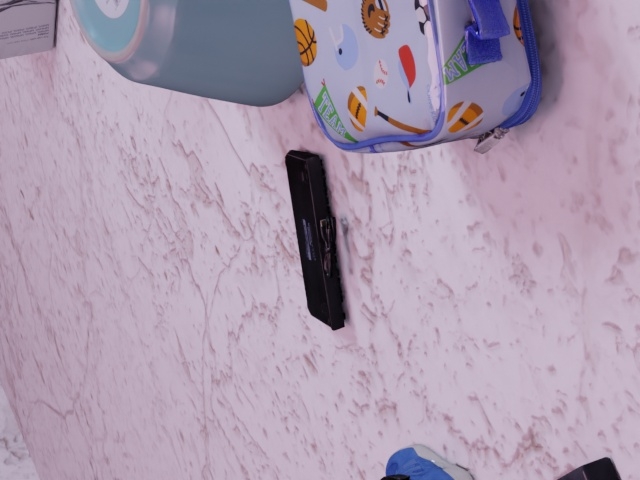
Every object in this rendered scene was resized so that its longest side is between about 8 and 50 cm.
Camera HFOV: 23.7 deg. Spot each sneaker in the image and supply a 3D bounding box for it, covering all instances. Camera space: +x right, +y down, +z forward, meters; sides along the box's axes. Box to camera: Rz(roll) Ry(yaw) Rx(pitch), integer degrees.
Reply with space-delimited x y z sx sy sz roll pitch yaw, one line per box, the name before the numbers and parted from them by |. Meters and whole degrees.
sneaker | 0.076 0.234 1.424 0.152 0.084 0.058 12 114 65

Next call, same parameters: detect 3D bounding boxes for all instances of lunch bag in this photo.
lunch bag | 0.068 -0.209 1.163 0.243 0.115 0.303 -2 100 64

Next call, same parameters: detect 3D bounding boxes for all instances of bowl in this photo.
bowl | -0.143 -0.272 1.491 0.311 0.163 0.311 27 124 50

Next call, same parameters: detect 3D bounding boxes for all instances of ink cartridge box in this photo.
ink cartridge box | -0.475 -0.434 2.275 0.197 0.114 0.273 61 154 31

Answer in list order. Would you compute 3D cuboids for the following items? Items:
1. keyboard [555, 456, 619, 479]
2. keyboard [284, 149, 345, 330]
keyboard | 0.255 0.317 1.130 0.317 0.033 0.201 69 156 15
keyboard | 0.000 0.000 1.550 0.108 0.023 0.180 -154 53 -69
